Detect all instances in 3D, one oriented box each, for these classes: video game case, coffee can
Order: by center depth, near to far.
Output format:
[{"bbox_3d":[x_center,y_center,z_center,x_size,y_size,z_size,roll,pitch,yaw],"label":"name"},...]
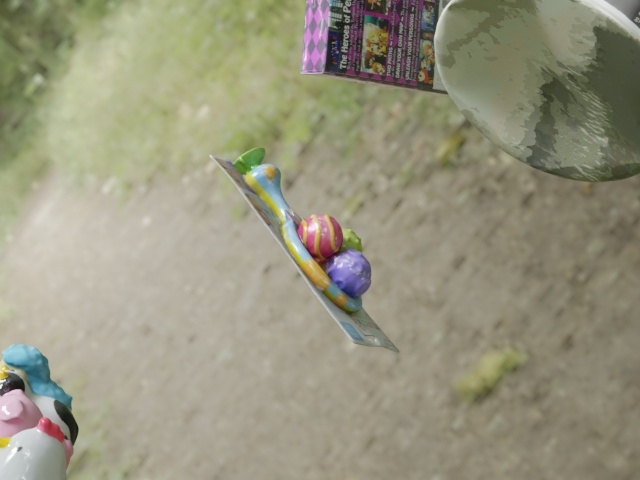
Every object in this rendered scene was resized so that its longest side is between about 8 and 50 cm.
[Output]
[{"bbox_3d":[0.240,-0.211,1.472,0.275,0.201,0.201,-55,12,-32],"label":"coffee can"},{"bbox_3d":[0.081,-0.254,1.703,0.042,0.210,0.232,3,88,51],"label":"video game case"}]

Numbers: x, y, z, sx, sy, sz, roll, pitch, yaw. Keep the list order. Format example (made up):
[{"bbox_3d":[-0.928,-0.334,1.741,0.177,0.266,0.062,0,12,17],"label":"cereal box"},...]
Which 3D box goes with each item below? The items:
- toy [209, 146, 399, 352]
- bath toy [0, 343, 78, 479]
[{"bbox_3d":[0.000,0.000,1.789,0.056,0.237,0.137,-45,-20,11],"label":"toy"},{"bbox_3d":[-0.371,0.238,2.315,0.348,0.151,0.129,-125,49,-73],"label":"bath toy"}]
